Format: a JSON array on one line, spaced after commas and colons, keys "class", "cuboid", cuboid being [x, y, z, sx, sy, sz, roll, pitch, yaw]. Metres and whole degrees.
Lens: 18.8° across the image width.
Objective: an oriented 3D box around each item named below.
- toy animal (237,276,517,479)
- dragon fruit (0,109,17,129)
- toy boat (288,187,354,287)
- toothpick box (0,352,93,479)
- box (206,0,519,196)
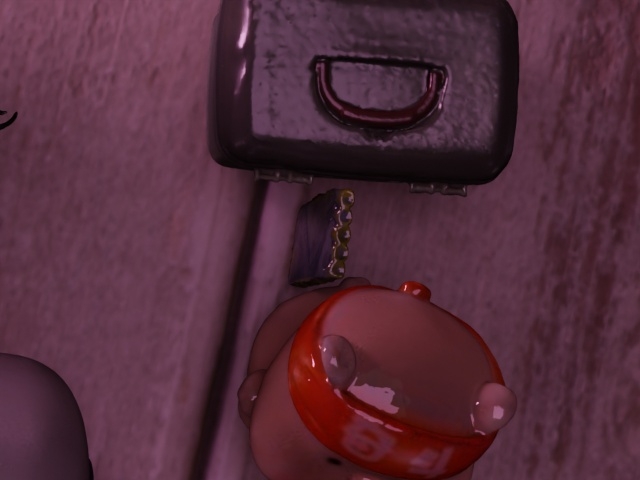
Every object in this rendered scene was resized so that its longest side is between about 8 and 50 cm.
[{"class": "toy animal", "cuboid": [0.035, 0.102, 1.283, 0.171, 0.198, 0.171, -1, 96, -13]}, {"class": "dragon fruit", "cuboid": [-0.329, -0.111, 1.201, 0.293, 0.234, 0.233, 36, 79, -3]}, {"class": "toy boat", "cuboid": [0.000, 0.000, 1.325, 0.016, 0.115, 0.063, 9, 84, -12]}, {"class": "toothpick box", "cuboid": [-0.279, 0.174, 1.201, 0.316, 0.229, 0.229, 8, 84, -16]}, {"class": "box", "cuboid": [0.025, -0.106, 1.332, 0.210, 0.129, 0.148, 4, 85, -14]}]
